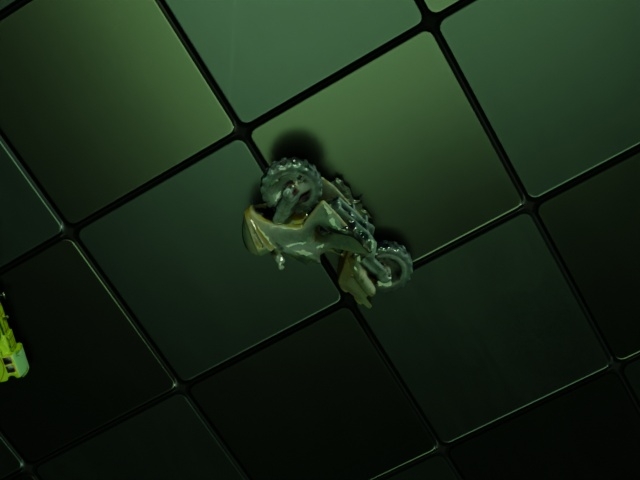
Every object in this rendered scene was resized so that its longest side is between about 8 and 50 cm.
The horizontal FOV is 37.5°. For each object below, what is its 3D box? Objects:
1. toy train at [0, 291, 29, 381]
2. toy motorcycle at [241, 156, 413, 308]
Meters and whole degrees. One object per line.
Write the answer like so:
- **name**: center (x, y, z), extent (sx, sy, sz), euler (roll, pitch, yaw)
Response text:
- **toy train**: center (-0.434, 0.061, 1.161), extent (0.085, 0.053, 0.250), euler (-15, 110, -1)
- **toy motorcycle**: center (0.000, 0.000, 1.110), extent (0.130, 0.094, 0.229), euler (-40, 118, 20)
